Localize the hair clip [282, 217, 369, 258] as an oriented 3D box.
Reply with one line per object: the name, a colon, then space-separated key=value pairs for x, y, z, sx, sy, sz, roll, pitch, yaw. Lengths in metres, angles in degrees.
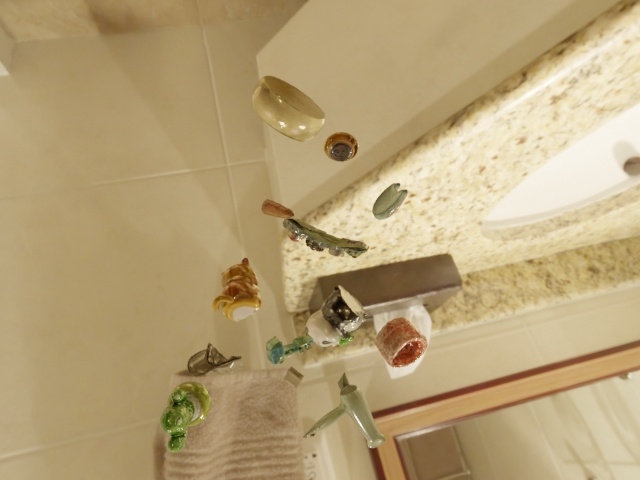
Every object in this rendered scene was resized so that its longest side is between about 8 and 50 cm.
hair clip: x=0.012 y=0.005 z=1.449 sx=0.322 sy=0.091 sz=0.138 roll=21 pitch=-172 yaw=6

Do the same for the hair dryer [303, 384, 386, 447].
hair dryer: x=0.060 y=0.597 z=1.274 sx=0.238 sy=0.206 sz=0.075 roll=-26 pitch=-177 yaw=4

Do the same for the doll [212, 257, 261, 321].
doll: x=-0.331 y=0.206 z=1.627 sx=0.167 sy=0.269 sz=0.162 roll=-25 pitch=116 yaw=3

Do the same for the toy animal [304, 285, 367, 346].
toy animal: x=0.069 y=0.366 z=1.788 sx=0.266 sy=0.212 sz=0.213 roll=-53 pitch=143 yaw=11

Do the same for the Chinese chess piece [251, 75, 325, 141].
Chinese chess piece: x=-0.106 y=-0.432 z=1.312 sx=0.251 sy=0.250 sz=0.097 roll=11 pitch=129 yaw=-42

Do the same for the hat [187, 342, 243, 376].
hat: x=-0.367 y=0.425 z=1.350 sx=0.147 sy=0.084 sz=0.175 roll=18 pitch=-162 yaw=29

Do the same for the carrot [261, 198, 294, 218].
carrot: x=-0.177 y=-0.130 z=1.738 sx=0.072 sy=0.072 sz=0.205 roll=13 pitch=-176 yaw=-44

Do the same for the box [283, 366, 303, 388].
box: x=-0.130 y=0.670 z=1.948 sx=0.035 sy=0.080 sz=0.083 roll=-38 pitch=157 yaw=-52

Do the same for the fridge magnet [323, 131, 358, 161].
fridge magnet: x=0.084 y=-0.376 z=1.630 sx=0.143 sy=0.062 sz=0.143 roll=1 pitch=138 yaw=1

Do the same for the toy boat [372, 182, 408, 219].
toy boat: x=0.346 y=-0.185 z=1.975 sx=0.079 sy=0.134 sz=0.207 roll=30 pitch=105 yaw=-40

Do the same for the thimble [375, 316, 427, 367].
thimble: x=0.397 y=0.503 z=1.962 sx=0.240 sy=0.162 sz=0.239 roll=-15 pitch=129 yaw=-20

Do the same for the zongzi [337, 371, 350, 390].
zongzi: x=0.135 y=0.729 z=2.005 sx=0.052 sy=0.104 sz=0.113 roll=-17 pitch=143 yaw=-32

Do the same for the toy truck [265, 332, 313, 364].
toy truck: x=-0.111 y=0.374 z=1.441 sx=0.175 sy=0.067 sz=0.081 roll=-19 pitch=114 yaw=-27

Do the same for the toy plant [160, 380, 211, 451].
toy plant: x=-0.559 y=0.697 z=1.627 sx=0.185 sy=0.223 sz=0.316 roll=-1 pitch=178 yaw=-6
